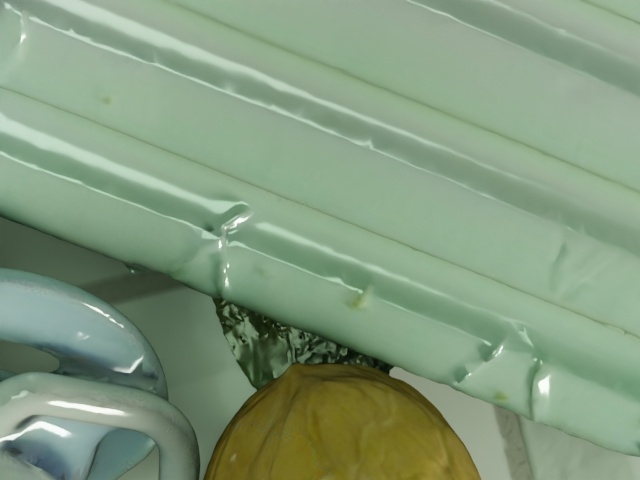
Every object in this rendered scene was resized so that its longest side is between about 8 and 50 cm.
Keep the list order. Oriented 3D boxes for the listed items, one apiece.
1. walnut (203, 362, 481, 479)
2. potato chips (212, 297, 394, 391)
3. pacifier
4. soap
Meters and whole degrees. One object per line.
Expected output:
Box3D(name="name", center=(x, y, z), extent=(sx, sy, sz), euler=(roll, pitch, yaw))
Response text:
Box3D(name="walnut", center=(0.015, 0.158, 0.806), extent=(0.159, 0.159, 0.206), euler=(-13, 93, 1))
Box3D(name="potato chips", center=(0.000, 0.000, 0.893), extent=(0.142, 0.026, 0.209), euler=(11, 85, 2))
Box3D(name="pacifier", center=(-0.189, 0.091, 0.833), extent=(0.279, 0.227, 0.207), euler=(-55, 38, 30))
Box3D(name="soap", center=(0.074, -0.074, 0.764), extent=(0.446, 0.156, 0.261), euler=(21, 122, -5))
